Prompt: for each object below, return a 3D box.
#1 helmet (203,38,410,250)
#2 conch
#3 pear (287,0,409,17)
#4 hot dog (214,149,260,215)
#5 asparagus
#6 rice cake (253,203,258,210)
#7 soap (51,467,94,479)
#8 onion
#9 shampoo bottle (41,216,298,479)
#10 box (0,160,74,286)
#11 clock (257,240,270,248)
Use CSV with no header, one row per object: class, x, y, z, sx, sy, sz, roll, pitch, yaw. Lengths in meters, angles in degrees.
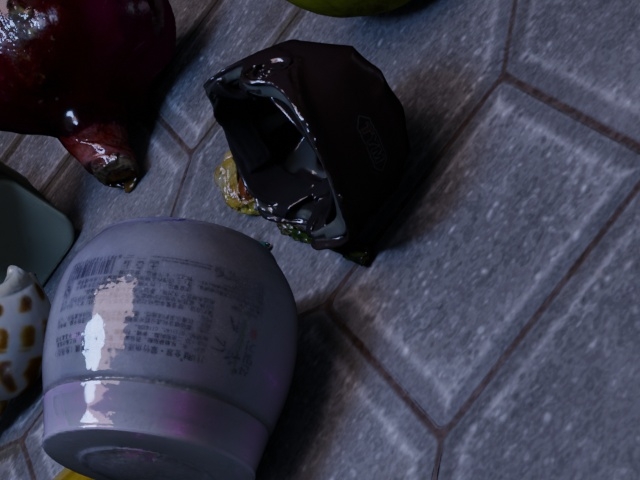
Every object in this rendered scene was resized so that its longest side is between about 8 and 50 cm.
helmet,0.010,-0.126,1.655,0.177,0.225,0.305,-30,27,-21
conch,-0.491,0.180,2.145,0.149,0.182,0.275,45,102,28
pear,0.052,-0.428,1.855,0.375,0.287,0.287,15,71,44
hot dog,-0.109,-0.090,1.940,0.078,0.061,0.169,-50,28,7
asparagus,0.000,0.000,1.715,0.233,0.022,0.023,20,112,60
rice cake,-0.033,-0.146,1.892,0.049,0.055,0.270,-50,18,55
soap,-0.291,0.338,1.740,0.232,0.073,0.140,-43,28,22
onion,-0.403,-0.256,2.358,0.398,0.398,0.420,-29,81,40
shampoo bottle,-0.164,0.131,1.559,0.273,0.273,0.266,-19,54,48
box,-0.610,0.034,2.469,0.352,0.177,0.344,-55,26,1
clock,-0.124,0.038,1.845,0.135,0.041,0.101,-22,41,44
